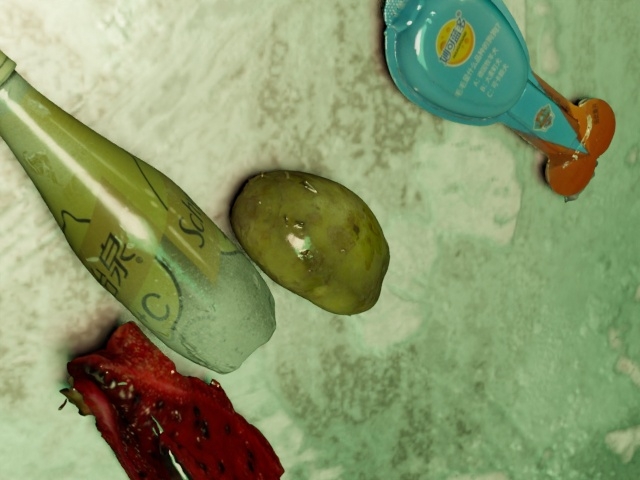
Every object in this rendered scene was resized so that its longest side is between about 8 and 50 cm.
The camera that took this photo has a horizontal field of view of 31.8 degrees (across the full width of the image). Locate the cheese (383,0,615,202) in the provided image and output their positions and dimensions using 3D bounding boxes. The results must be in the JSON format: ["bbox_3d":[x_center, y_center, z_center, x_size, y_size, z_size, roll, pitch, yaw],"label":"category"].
[{"bbox_3d":[0.140,-0.120,0.871,0.256,0.037,0.106,32,89,-32],"label":"cheese"}]

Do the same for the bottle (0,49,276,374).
[{"bbox_3d":[-0.132,-0.020,0.728,0.083,0.083,0.269,-46,118,-9],"label":"bottle"}]

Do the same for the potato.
[{"bbox_3d":[0.000,0.000,0.804,0.138,0.070,0.091,27,53,-33],"label":"potato"}]

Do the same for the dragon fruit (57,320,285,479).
[{"bbox_3d":[-0.114,0.150,0.774,0.092,0.122,0.192,-27,120,16],"label":"dragon fruit"}]
